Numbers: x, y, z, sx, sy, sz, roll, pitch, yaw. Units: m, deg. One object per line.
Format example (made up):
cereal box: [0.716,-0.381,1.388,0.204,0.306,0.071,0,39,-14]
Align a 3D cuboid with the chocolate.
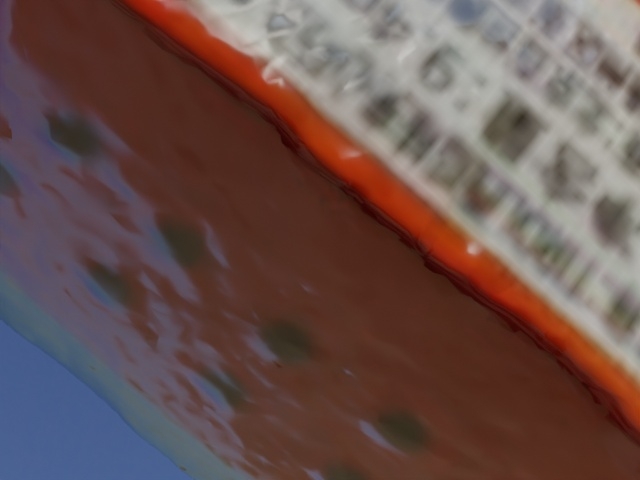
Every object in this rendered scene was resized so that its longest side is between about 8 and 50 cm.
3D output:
chocolate: [0.000,0.000,0.483,0.360,0.161,0.341,39,-33,-5]
